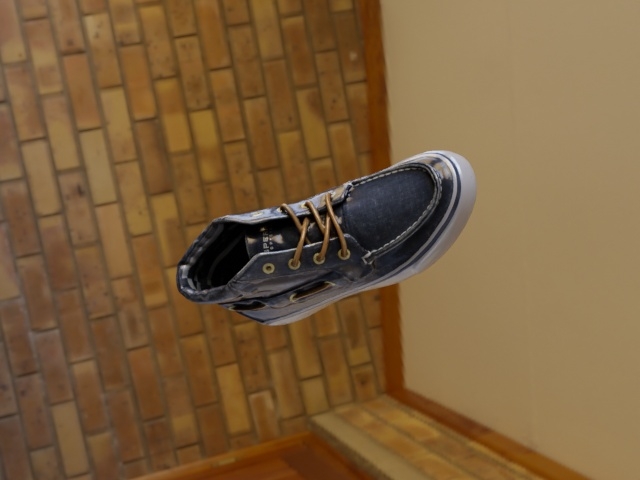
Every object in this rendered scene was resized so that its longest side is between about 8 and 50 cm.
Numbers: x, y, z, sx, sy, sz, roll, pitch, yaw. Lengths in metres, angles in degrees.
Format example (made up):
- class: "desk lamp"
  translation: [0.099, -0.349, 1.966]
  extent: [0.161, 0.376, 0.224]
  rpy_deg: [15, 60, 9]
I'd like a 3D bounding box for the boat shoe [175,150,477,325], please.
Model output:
- class: "boat shoe"
  translation: [0.000, 0.000, 0.585]
  extent: [0.183, 0.083, 0.065]
  rpy_deg: [-32, -120, 33]
